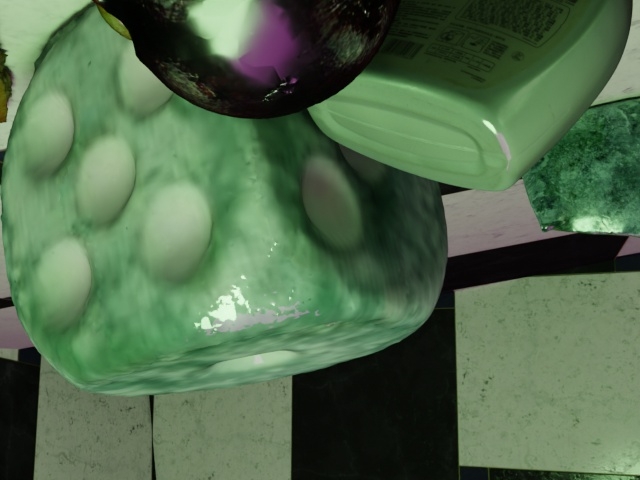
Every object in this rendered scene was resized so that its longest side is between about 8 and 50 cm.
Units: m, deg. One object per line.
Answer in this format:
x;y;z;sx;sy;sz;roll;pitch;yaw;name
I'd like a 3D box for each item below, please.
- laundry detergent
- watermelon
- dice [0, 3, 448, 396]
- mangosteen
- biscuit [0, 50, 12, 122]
0.134;-0.180;0.599;0.214;0.281;0.105;21;155;37;laundry detergent
0.497;-0.099;1.203;0.386;0.229;0.258;-4;176;3;watermelon
-0.091;-0.043;0.770;0.330;0.348;0.328;-23;161;31;dice
-0.068;-0.190;0.493;0.249;0.212;0.211;16;180;30;mangosteen
-0.368;-0.164;0.742;0.125;0.025;0.206;-4;165;-19;biscuit
